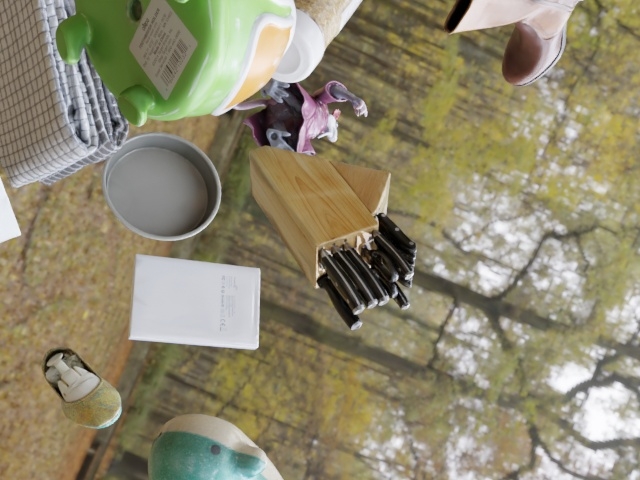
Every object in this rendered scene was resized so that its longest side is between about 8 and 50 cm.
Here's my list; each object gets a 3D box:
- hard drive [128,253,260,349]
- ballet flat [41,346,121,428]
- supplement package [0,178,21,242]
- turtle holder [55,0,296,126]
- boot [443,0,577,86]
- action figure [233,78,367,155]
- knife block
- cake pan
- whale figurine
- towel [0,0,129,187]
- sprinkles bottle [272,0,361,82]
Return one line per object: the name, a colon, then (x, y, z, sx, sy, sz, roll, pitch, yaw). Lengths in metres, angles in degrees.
hard drive: (-0.310, 0.155, 2.165, 0.040, 0.319, 0.210, 139, -45, -61)
ballet flat: (-0.564, 0.328, 1.997, 0.348, 0.123, 0.123, 20, -94, 57)
supplement package: (-0.840, -0.086, 1.914, 0.198, 0.263, 0.199, 42, -32, 46)
turtle holder: (-0.177, -0.282, 1.044, 0.227, 0.320, 0.243, -15, 122, -47)
boot: (0.296, -0.333, 1.340, 0.280, 0.096, 0.264, -19, 157, -41)
action figure: (-0.058, -0.273, 2.009, 0.248, 0.276, 0.370, -61, 170, 18)
knife block: (0.000, 0.000, 1.165, 0.088, 0.276, 0.242, 92, 16, -45)
cake pan: (-0.391, -0.126, 2.127, 0.054, 0.293, 0.293, -46, -160, 58)
whale figurine: (-0.149, 0.391, 1.379, 0.216, 0.272, 0.141, -38, -158, 49)
towel: (-0.414, -0.243, 1.331, 0.235, 0.121, 0.283, -14, -91, 46)
sprinkles bottle: (0.001, -0.420, 1.520, 0.355, 0.121, 0.121, -60, 179, -40)
